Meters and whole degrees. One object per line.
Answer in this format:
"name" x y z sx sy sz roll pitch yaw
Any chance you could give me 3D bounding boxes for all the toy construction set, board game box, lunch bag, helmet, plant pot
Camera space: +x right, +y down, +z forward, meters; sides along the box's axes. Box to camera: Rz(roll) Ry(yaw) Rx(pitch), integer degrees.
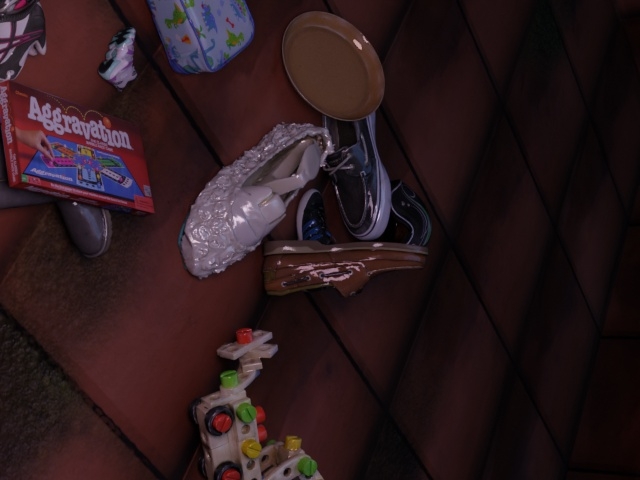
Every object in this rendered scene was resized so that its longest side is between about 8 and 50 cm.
"toy construction set" -0.110 0.317 1.860 0.215 0.151 0.328 -18 96 -31
"board game box" -0.338 -0.123 1.543 0.281 0.027 0.145 14 60 -61
"lunch bag" -0.202 -0.396 1.813 0.176 0.090 0.219 -53 130 -43
"helmet" 0.152 -0.028 2.277 0.161 0.169 0.169 60 40 -12
"plant pot" 0.020 -0.333 2.129 0.236 0.032 0.236 15 61 -29

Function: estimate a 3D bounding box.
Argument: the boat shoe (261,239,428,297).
"boat shoe" 0.046 0.056 2.018 0.111 0.307 0.104 88 2 -83

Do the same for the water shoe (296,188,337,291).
"water shoe" 0.000 0.000 2.112 0.073 0.080 0.203 19 72 -56

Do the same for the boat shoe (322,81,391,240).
"boat shoe" 0.051 -0.164 2.191 0.119 0.121 0.335 3 75 -50

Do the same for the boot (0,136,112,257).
"boot" -0.391 -0.057 1.517 0.208 0.076 0.190 -13 85 -63

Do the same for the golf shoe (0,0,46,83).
"golf shoe" -0.444 -0.244 1.425 0.273 0.105 0.120 -53 138 -44

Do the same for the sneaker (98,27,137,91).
"sneaker" -0.302 -0.276 1.706 0.069 0.038 0.098 49 59 -46

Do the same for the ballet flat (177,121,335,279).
"ballet flat" -0.098 -0.091 1.920 0.409 0.147 0.147 -54 132 -42
